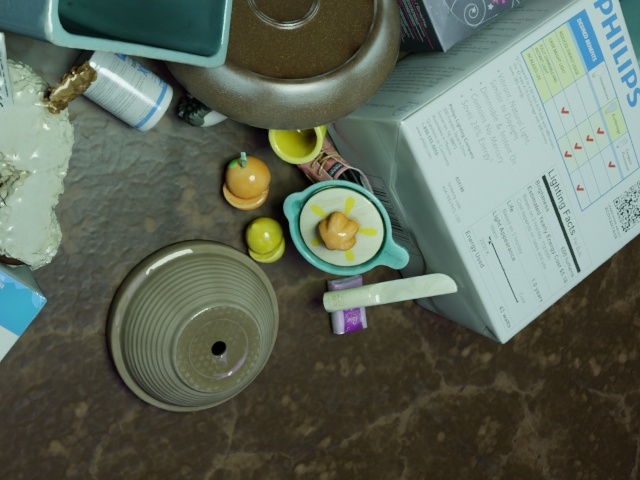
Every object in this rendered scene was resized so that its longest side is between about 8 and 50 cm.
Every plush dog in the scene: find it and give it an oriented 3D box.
[{"bbox_3d":[-0.352,-0.129,0.886,0.210,0.225,0.262,-50,132,-10],"label":"plush dog"}]

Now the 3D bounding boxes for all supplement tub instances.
[{"bbox_3d":[-0.238,-0.185,1.020,0.107,0.071,0.071,34,86,-30],"label":"supplement tub"}]

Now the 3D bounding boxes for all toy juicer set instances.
[{"bbox_3d":[0.000,0.000,1.114,0.209,0.089,0.329,-32,104,28],"label":"toy juicer set"}]

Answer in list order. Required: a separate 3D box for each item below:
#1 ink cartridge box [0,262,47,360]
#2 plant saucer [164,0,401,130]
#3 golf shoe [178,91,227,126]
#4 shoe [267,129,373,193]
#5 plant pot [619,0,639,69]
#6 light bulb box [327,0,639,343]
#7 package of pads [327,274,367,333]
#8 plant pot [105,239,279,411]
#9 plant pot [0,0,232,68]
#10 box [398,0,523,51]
[{"bbox_3d":[-0.447,0.092,0.924,0.168,0.171,0.232,40,83,-29],"label":"ink cartridge box"},{"bbox_3d":[-0.047,-0.283,1.017,0.311,0.050,0.310,3,74,-10],"label":"plant saucer"},{"bbox_3d":[-0.051,-0.211,1.093,0.273,0.105,0.120,-38,123,-13],"label":"golf shoe"},{"bbox_3d":[0.003,-0.110,1.155,0.063,0.081,0.178,-46,118,-10],"label":"shoe"},{"bbox_3d":[0.499,-0.273,1.306,0.234,0.165,0.165,-28,131,-14],"label":"plant pot"},{"bbox_3d":[0.259,-0.118,1.201,0.361,0.225,0.357,-35,115,-16],"label":"light bulb box"},{"bbox_3d":[0.038,0.093,1.252,0.050,0.032,0.083,-13,108,-21],"label":"package of pads"},{"bbox_3d":[-0.152,0.124,1.119,0.238,0.110,0.237,-6,104,-26],"label":"plant pot"},{"bbox_3d":[-0.254,-0.320,0.859,0.247,0.252,0.247,-9,109,-58],"label":"plant pot"},{"bbox_3d":[0.141,-0.393,1.120,0.163,0.142,0.247,-35,116,-15],"label":"box"}]
